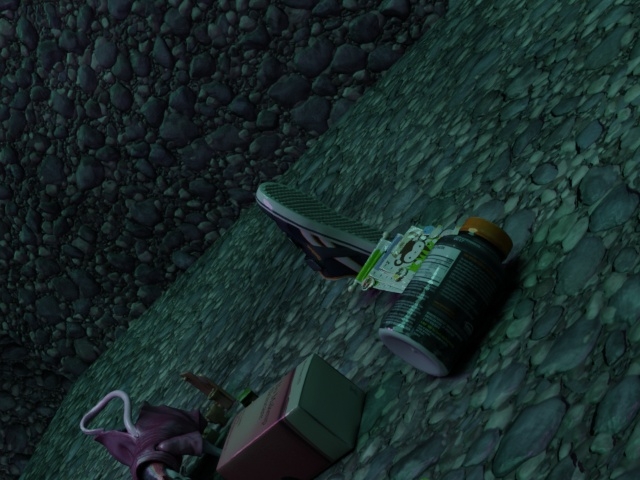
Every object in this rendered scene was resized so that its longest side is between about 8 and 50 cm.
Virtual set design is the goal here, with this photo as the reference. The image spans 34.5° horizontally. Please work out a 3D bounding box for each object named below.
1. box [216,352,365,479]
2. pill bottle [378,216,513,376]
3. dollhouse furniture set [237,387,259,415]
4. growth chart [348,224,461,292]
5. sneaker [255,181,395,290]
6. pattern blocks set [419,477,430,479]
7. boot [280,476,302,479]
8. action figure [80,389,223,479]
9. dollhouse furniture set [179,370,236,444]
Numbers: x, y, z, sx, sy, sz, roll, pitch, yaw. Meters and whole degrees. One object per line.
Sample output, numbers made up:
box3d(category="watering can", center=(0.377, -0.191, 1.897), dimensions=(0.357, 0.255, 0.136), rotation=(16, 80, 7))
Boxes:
box3d(category="box", center=(-0.051, 0.331, 1.787), dimensions=(0.232, 0.127, 0.149), rotation=(-42, 16, 30))
box3d(category="pill bottle", center=(0.207, 0.081, 1.622), dimensions=(0.246, 0.130, 0.130), rotation=(-54, 14, -17))
box3d(category="dollhouse furniture set", center=(-0.108, 0.349, 2.018), dimensions=(0.076, 0.058, 0.151), rotation=(-46, 35, -10))
box3d(category="growth chart", center=(0.172, 0.036, 1.952), dimensions=(0.237, 0.021, 0.172), rotation=(1, 54, 49))
box3d(category="sneaker", center=(0.000, 0.000, 2.103), dimensions=(0.127, 0.321, 0.126), rotation=(-64, 0, 26))
box3d(category="pattern blocks set", center=(0.035, 0.391, 1.338), dimensions=(0.285, 0.026, 0.325), rotation=(-30, 7, -25))
box3d(category="boot", center=(-0.032, 0.458, 1.567), dimensions=(0.219, 0.082, 0.106), rotation=(-127, 55, -72))
box3d(category="action figure", center=(-0.333, 0.428, 2.125), dimensions=(0.248, 0.275, 0.370), rotation=(-48, 11, -1))
box3d(category="dollhouse furniture set", center=(-0.292, 0.394, 2.381), dimensions=(0.151, 0.123, 0.144), rotation=(-57, 15, -26))
